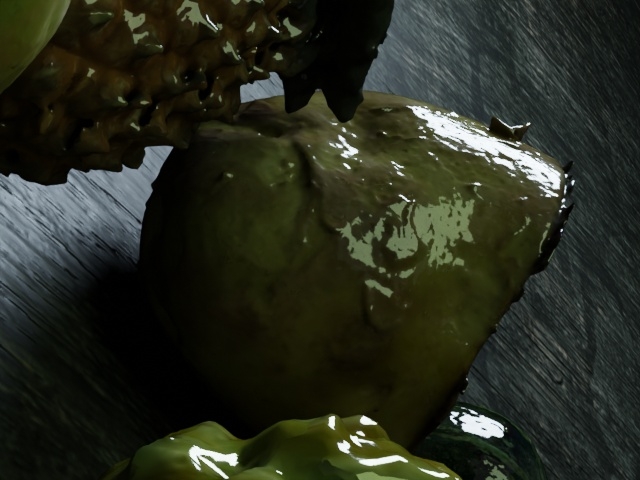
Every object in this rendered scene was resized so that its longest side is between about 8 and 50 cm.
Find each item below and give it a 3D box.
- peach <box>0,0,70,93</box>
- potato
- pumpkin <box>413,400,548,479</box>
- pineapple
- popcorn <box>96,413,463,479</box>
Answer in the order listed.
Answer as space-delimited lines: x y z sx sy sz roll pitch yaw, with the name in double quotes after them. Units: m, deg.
-0.249 -0.194 0.704 0.314 0.281 0.315 25 45 -32 "peach"
0.000 0.000 1.125 0.237 0.301 0.289 33 3 -5 "potato"
0.097 0.211 1.196 0.190 0.146 0.190 14 90 -69 "pumpkin"
-0.071 -0.153 0.998 0.357 0.223 0.223 -8 71 -37 "pineapple"
-0.020 0.219 0.761 0.274 0.279 0.335 37 -15 0 "popcorn"
